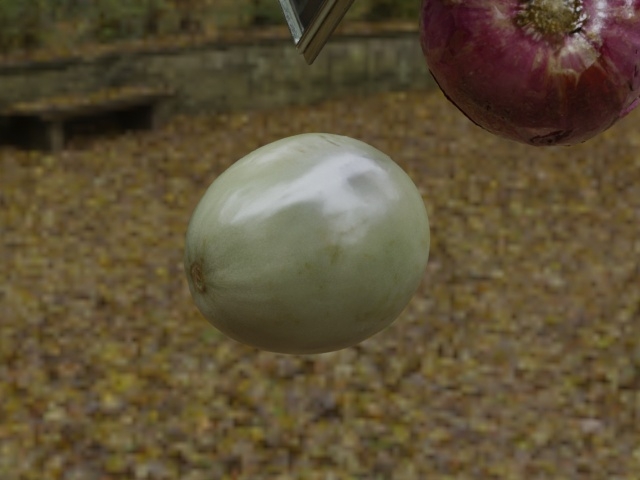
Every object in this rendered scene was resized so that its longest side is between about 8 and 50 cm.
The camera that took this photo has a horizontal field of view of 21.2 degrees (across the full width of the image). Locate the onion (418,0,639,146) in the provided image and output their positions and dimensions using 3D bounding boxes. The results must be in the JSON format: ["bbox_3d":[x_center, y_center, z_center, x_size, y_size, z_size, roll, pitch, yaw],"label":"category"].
[{"bbox_3d":[0.156,-0.153,1.200,0.177,0.177,0.153,-3,-4,-22],"label":"onion"}]

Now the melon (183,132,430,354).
[{"bbox_3d":[-0.010,0.006,1.972,0.271,0.272,0.308,8,37,30],"label":"melon"}]

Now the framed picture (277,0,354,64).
[{"bbox_3d":[-0.006,-0.289,1.201,0.019,0.232,0.296,-13,-19,-25],"label":"framed picture"}]
